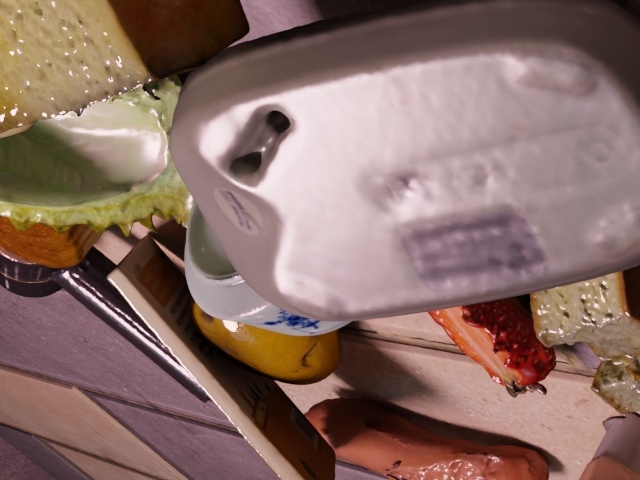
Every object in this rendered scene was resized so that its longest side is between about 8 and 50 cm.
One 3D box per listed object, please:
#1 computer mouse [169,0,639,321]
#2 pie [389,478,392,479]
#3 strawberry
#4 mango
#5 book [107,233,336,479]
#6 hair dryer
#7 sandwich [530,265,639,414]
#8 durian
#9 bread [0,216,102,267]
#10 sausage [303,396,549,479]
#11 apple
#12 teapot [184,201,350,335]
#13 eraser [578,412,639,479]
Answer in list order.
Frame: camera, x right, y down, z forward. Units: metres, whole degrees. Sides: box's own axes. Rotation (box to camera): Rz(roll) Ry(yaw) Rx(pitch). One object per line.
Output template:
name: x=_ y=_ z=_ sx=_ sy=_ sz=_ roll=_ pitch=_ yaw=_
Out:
computer mouse: x=0.061 y=-0.049 z=0.850 sx=0.331 sy=0.095 sz=0.197 roll=-8 pitch=126 yaw=32
pie: x=0.109 y=0.273 z=1.688 sx=0.084 sy=0.021 sz=0.084 roll=32 pitch=158 yaw=14
strawberry: x=0.122 y=0.059 z=1.137 sx=0.152 sy=0.048 sz=0.104 roll=49 pitch=166 yaw=-4
mango: x=-0.043 y=0.079 z=1.358 sx=0.137 sy=0.098 sz=0.195 roll=13 pitch=157 yaw=36
book: x=-0.085 y=0.123 z=1.409 sx=0.295 sy=0.020 sz=0.208 roll=50 pitch=-173 yaw=-5
hair dryer: x=-0.199 y=0.076 z=1.526 sx=0.352 sy=0.107 sz=0.189 roll=41 pitch=163 yaw=0
sandwich: x=0.203 y=0.047 z=0.918 sx=0.244 sy=0.088 sz=0.090 roll=43 pitch=154 yaw=-25
durian: x=-0.228 y=-0.143 z=1.019 sx=0.198 sy=0.163 sz=0.394 roll=10 pitch=136 yaw=41
bread: x=-0.289 y=-0.087 z=1.285 sx=0.253 sy=0.142 sz=0.227 roll=17 pitch=162 yaw=34
sausage: x=0.098 y=0.212 z=1.485 sx=0.304 sy=0.078 sz=0.078 roll=12 pitch=151 yaw=46
apple: x=-0.179 y=-0.135 z=0.843 sx=0.254 sy=0.179 sz=0.346 roll=18 pitch=163 yaw=-35
teapot: x=0.000 y=0.000 z=1.053 sx=0.232 sy=0.159 sz=0.159 roll=-20 pitch=127 yaw=41
eraser: x=0.201 y=0.297 z=1.203 sx=0.087 sy=0.290 sz=0.171 roll=26 pitch=159 yaw=19
